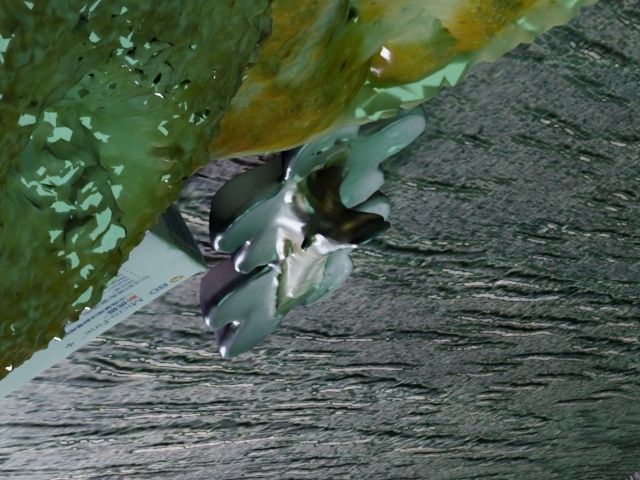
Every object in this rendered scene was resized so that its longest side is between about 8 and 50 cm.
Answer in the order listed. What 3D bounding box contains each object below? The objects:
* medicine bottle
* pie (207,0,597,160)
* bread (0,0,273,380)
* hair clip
[{"bbox_3d":[-0.169,0.035,0.987,0.201,0.052,0.171,-33,161,6],"label":"medicine bottle"},{"bbox_3d":[0.032,-0.137,0.808,0.339,0.077,0.339,-27,160,-11],"label":"pie"},{"bbox_3d":[-0.122,-0.060,0.562,0.305,0.159,0.305,-46,161,-21],"label":"bread"},{"bbox_3d":[-0.005,-0.005,1.112,0.146,0.075,0.257,-40,173,-19],"label":"hair clip"}]
